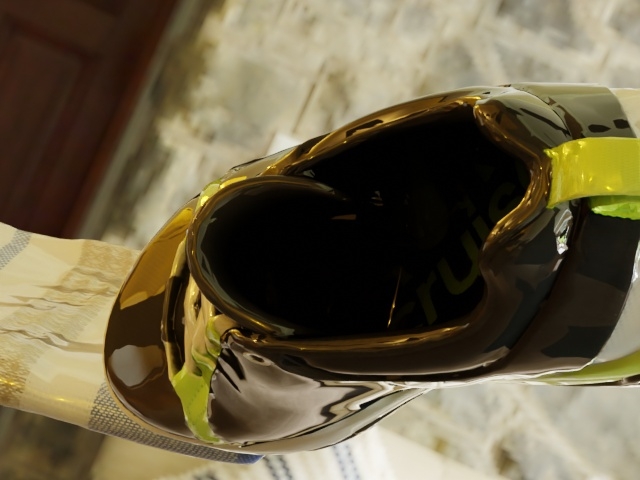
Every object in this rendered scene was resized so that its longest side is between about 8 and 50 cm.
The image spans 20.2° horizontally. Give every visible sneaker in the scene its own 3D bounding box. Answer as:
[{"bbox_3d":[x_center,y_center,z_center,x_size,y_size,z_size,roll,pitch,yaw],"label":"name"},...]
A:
[{"bbox_3d":[0.000,0.000,0.433,0.097,0.084,0.234,11,-19,-39],"label":"sneaker"}]

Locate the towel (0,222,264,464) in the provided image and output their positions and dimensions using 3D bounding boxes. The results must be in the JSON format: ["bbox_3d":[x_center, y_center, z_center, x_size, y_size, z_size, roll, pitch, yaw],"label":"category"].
[{"bbox_3d":[-0.145,0.014,0.685,0.285,0.034,0.209,16,9,3],"label":"towel"}]
